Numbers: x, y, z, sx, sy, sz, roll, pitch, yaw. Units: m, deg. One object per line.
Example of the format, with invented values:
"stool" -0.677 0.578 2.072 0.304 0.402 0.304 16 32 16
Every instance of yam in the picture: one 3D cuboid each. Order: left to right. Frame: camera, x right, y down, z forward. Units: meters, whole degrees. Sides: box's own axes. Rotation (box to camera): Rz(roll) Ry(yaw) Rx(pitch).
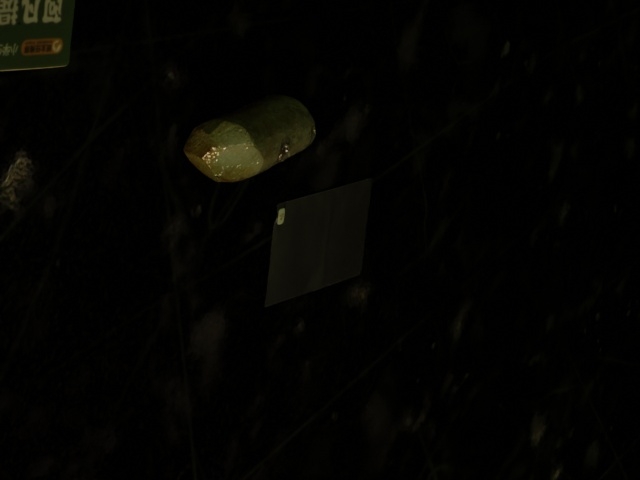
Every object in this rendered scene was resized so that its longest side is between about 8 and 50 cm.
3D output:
"yam" -0.065 -0.097 1.865 0.146 0.069 0.070 -30 129 -51

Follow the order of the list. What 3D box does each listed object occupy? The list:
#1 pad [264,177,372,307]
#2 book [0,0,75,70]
"pad" 0.000 0.000 2.085 0.193 0.004 0.116 -17 119 -56
"book" -0.256 -0.263 1.512 0.202 0.027 0.264 -12 114 -57
